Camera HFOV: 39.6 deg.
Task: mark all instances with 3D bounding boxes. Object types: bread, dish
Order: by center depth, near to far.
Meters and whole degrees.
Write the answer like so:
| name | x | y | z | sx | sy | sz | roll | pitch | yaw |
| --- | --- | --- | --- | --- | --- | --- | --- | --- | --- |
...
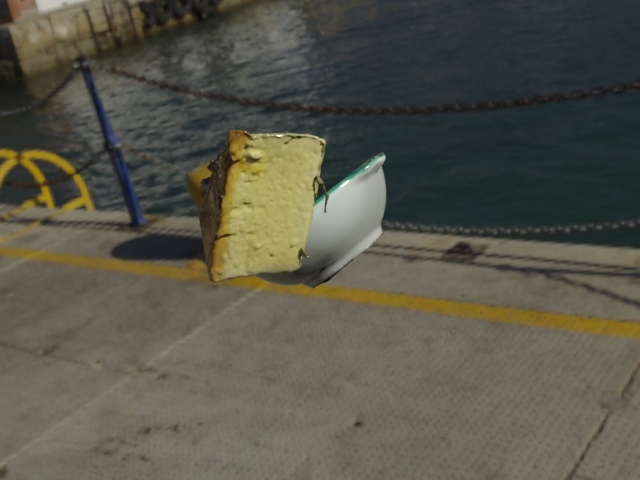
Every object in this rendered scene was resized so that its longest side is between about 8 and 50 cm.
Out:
| name | x | y | z | sx | sy | sz | roll | pitch | yaw |
| --- | --- | --- | --- | --- | --- | --- | --- | --- | --- |
| bread | -0.036 | -0.026 | 0.636 | 0.084 | 0.080 | 0.109 | -3 | -18 | -21 |
| dish | 0.000 | 0.000 | 0.982 | 0.224 | 0.078 | 0.246 | -37 | 1 | 40 |
